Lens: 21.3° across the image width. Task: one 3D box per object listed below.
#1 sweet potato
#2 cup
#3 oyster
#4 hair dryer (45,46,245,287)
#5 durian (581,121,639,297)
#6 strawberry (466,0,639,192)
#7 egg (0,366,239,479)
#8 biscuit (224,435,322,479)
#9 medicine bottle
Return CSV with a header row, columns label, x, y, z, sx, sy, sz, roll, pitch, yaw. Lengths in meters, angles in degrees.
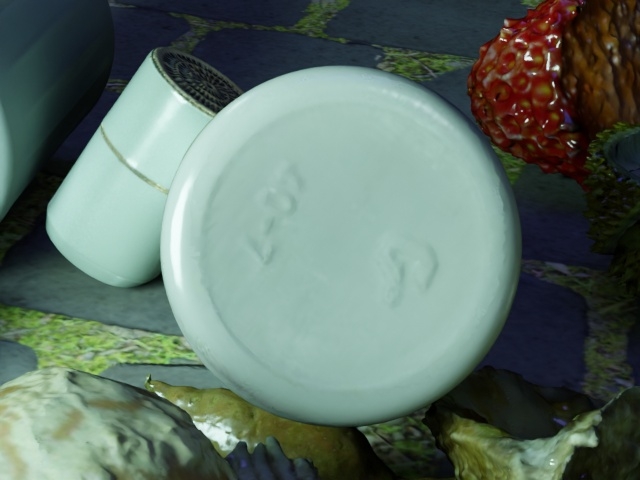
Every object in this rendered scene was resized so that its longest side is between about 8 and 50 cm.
label,x,y,z,sx,sy,sz,roll,pitch,yaw
sweet potato,0.009,0.150,1.079,0.269,0.075,0.075,17,26,1
cup,-0.360,-0.114,1.400,0.322,0.237,0.327,-19,20,19
oyster,0.163,0.130,1.063,0.204,0.111,0.396,4,3,35
hair dryer,-0.067,-0.054,1.437,0.107,0.173,0.357,47,22,23
durian,0.321,-0.014,1.395,0.237,0.138,0.193,-9,26,-21
strawberry,0.234,-0.133,1.632,0.178,0.234,0.234,-10,9,44
egg,-0.130,0.168,0.869,0.203,0.203,0.245,6,19,2
biscuit,-0.004,0.211,0.899,0.061,0.108,0.239,-2,27,-19
medicine bottle,0.000,0.000,1.117,0.208,0.208,0.339,3,1,-5
